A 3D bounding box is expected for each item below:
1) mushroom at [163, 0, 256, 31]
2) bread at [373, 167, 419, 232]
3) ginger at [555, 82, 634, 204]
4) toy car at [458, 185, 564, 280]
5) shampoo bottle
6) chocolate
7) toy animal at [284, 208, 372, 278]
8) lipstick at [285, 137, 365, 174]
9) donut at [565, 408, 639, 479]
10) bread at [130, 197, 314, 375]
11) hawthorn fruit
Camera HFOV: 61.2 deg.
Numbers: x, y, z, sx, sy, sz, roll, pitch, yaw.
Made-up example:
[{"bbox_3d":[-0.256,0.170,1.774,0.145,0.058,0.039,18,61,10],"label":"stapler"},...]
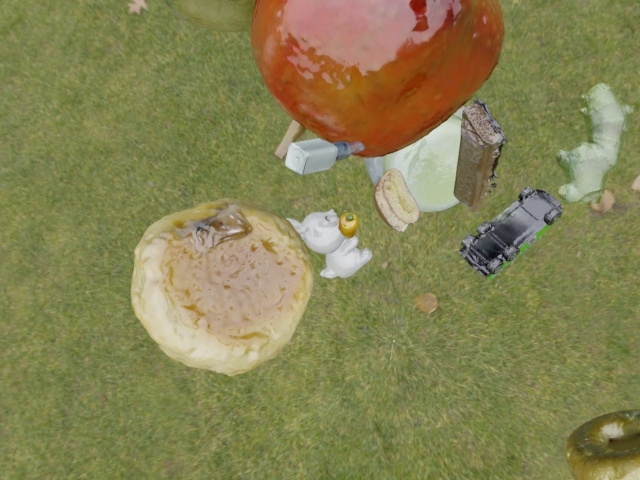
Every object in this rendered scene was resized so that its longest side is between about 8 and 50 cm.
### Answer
[{"bbox_3d":[-0.226,-0.570,1.221,0.217,0.292,0.212,44,53,1],"label":"mushroom"},{"bbox_3d":[0.137,-0.071,1.014,0.067,0.192,0.119,-22,87,5],"label":"bread"},{"bbox_3d":[0.640,-0.219,1.277,0.137,0.089,0.289,25,106,22],"label":"ginger"},{"bbox_3d":[0.298,-0.009,0.843,0.165,0.062,0.071,-41,58,1],"label":"toy car"},{"bbox_3d":[0.280,-0.253,1.508,0.323,0.317,0.322,-5,122,-8],"label":"shampoo bottle"},{"bbox_3d":[0.296,-0.147,1.045,0.065,0.329,0.102,-25,69,3],"label":"chocolate"},{"bbox_3d":[0.000,0.000,0.947,0.182,0.131,0.127,40,81,-30],"label":"toy animal"},{"bbox_3d":[0.011,-0.088,0.538,0.025,0.107,0.025,34,123,27],"label":"lipstick"},{"bbox_3d":[0.520,0.368,0.879,0.209,0.261,0.128,-25,84,0],"label":"donut"},{"bbox_3d":[-0.135,0.057,0.722,0.245,0.134,0.244,8,72,-25],"label":"bread"},{"bbox_3d":[0.039,-0.224,0.649,0.287,0.287,0.330,47,117,13],"label":"hawthorn fruit"}]
